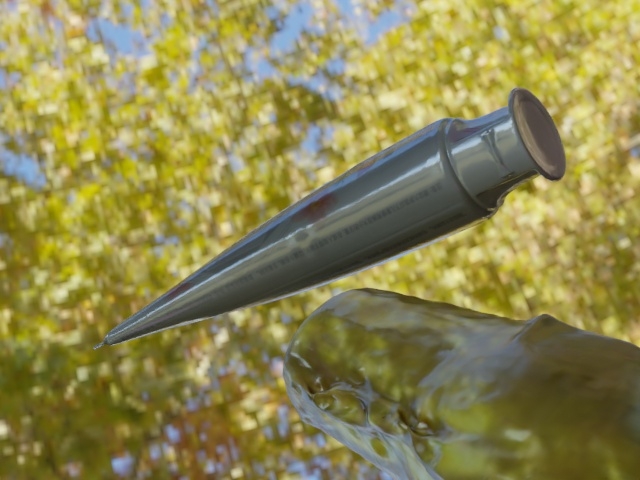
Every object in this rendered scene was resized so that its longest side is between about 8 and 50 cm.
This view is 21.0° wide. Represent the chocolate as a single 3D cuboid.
[{"bbox_3d":[0.146,0.131,0.786,0.162,0.445,0.162,-22,-57,-38],"label":"chocolate"}]

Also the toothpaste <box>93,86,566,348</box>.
[{"bbox_3d":[0.000,0.000,1.072,0.323,0.066,0.100,-26,0,29],"label":"toothpaste"}]
